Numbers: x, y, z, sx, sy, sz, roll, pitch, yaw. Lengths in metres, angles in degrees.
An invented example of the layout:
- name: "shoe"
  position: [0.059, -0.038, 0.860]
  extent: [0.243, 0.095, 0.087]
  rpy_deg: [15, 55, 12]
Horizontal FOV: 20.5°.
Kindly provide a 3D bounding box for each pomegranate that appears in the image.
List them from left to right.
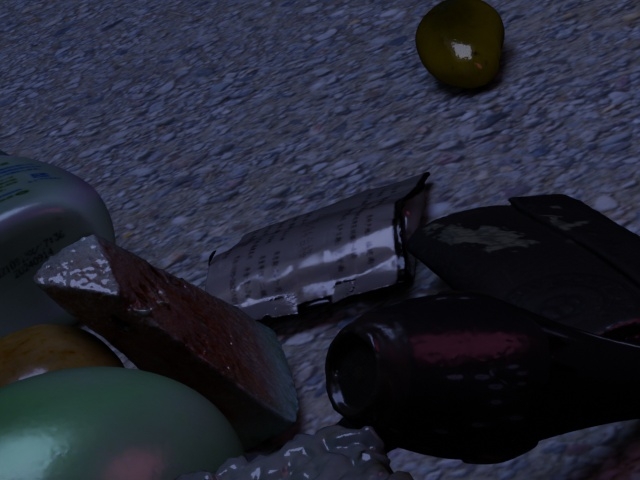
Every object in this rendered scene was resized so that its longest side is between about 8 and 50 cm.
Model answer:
- name: "pomegranate"
  position: [-0.218, 0.156, 1.447]
  extent: [0.196, 0.196, 0.196]
  rpy_deg: [-19, 24, 9]

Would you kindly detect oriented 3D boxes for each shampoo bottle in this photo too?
- name: "shampoo bottle"
  position: [-0.355, -0.008, 1.928]
  extent: [0.222, 0.151, 0.349]
  rpy_deg: [-35, 27, -11]

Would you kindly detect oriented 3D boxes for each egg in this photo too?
- name: "egg"
  position: [-0.177, 0.201, 1.253]
  extent: [0.269, 0.220, 0.220]
  rpy_deg: [-29, 25, -16]

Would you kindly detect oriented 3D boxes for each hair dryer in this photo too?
- name: "hair dryer"
  position: [0.069, 0.135, 1.290]
  extent: [0.303, 0.120, 0.359]
  rpy_deg: [3, -23, -39]

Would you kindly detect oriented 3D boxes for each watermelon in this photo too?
- name: "watermelon"
  position: [-0.128, 0.081, 1.454]
  extent: [0.094, 0.241, 0.154]
  rpy_deg: [-46, 30, 6]

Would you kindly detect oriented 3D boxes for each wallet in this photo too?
- name: "wallet"
  position: [0.200, 0.023, 1.469]
  extent: [0.170, 0.044, 0.321]
  rpy_deg: [-17, 22, -12]

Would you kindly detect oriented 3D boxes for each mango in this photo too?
- name: "mango"
  position: [0.162, -0.223, 2.007]
  extent: [0.103, 0.076, 0.161]
  rpy_deg: [-15, 33, 3]

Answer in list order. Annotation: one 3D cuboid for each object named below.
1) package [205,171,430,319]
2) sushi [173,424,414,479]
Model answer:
- name: "package"
  position: [0.000, 0.000, 1.709]
  extent: [0.204, 0.062, 0.251]
  rpy_deg: [-15, 22, 15]
- name: "sushi"
  position: [0.018, 0.247, 1.030]
  extent: [0.196, 0.182, 0.343]
  rpy_deg: [-32, 29, -2]
